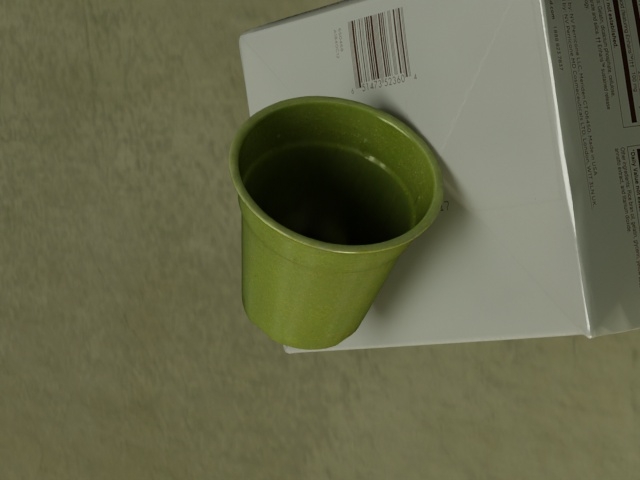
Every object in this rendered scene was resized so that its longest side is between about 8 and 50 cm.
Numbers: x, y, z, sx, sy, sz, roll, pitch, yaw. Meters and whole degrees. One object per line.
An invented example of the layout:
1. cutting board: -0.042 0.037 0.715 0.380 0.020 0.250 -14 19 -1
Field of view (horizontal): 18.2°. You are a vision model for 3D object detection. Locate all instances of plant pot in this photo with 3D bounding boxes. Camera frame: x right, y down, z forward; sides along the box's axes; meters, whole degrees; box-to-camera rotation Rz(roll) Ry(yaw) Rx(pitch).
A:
1. plant pot: 0.000 0.000 0.786 0.083 0.083 0.079 53 147 32

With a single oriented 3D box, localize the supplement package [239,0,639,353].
1. supplement package: 0.109 -0.040 0.859 0.194 0.203 0.149 -7 92 52
